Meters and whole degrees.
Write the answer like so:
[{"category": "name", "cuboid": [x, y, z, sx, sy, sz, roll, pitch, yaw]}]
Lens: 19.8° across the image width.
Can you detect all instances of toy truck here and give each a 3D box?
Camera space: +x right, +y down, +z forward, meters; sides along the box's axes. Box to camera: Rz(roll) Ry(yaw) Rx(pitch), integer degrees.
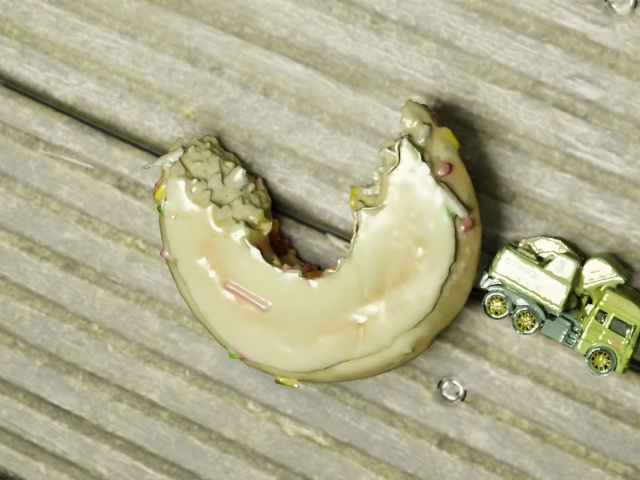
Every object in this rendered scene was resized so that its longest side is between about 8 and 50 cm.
[{"category": "toy truck", "cuboid": [0.273, 0.059, 2.013, 0.191, 0.085, 0.116, 28, 106, 10]}]

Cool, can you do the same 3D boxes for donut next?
[{"category": "donut", "cuboid": [0.009, 0.006, 2.043, 0.371, 0.150, 0.307, -9, 103, 19]}]
